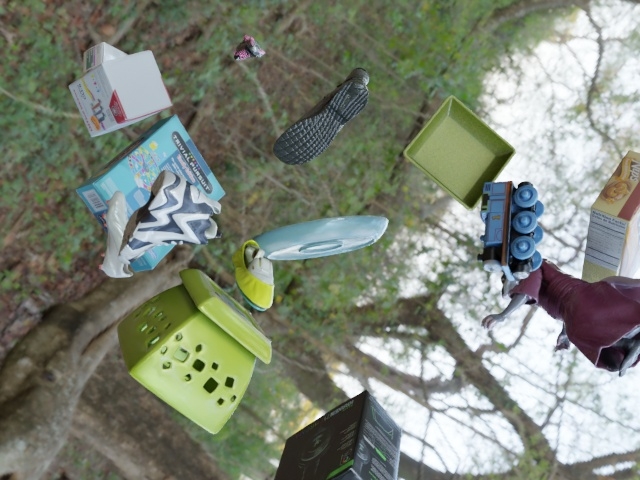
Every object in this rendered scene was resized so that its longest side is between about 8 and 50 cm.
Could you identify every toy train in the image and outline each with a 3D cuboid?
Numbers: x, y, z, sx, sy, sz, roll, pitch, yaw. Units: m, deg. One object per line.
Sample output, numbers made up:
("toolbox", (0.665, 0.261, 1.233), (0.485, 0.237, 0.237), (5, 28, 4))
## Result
("toy train", (0.330, -0.019, 1.337), (0.080, 0.105, 0.184), (44, 50, -53))

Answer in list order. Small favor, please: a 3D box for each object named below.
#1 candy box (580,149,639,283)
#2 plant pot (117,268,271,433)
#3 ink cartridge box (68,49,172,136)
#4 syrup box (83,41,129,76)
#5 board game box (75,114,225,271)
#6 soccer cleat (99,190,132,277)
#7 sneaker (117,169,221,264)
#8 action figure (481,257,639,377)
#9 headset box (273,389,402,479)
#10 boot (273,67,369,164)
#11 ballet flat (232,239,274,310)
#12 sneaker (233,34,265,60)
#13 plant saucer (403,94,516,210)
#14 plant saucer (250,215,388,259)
("candy box", (0.639, -0.013, 1.638), (0.183, 0.087, 0.317), (-49, 147, -26))
("plant pot", (-0.238, 0.200, 1.508), (0.207, 0.228, 0.227), (-46, -153, -2))
("ink cartridge box", (-0.436, -0.316, 1.668), (0.127, 0.128, 0.176), (-30, -168, -39))
("syrup box", (-0.621, -0.519, 2.405), (0.096, 0.236, 0.093), (-17, -112, 33))
("board game box", (-0.419, -0.124, 1.950), (0.079, 0.254, 0.336), (-10, -150, 39))
("soccer cleat", (-0.442, -0.013, 1.707), (0.068, 0.076, 0.196), (-59, 158, -75))
("sneaker", (-0.267, -0.016, 1.409), (0.235, 0.153, 0.094), (-51, -153, 31))
("action figure", (0.511, 0.114, 1.579), (0.248, 0.370, 0.276), (11, 109, -46))
("headset box", (0.027, 0.485, 1.575), (0.246, 0.131, 0.283), (-36, -167, 23))
("boot", (0.011, -0.263, 1.640), (0.246, 0.083, 0.161), (-38, -165, 16))
("ballet flat", (-0.134, 0.059, 1.565), (0.077, 0.077, 0.231), (-58, -157, 11))
("sneaker", (-0.155, -0.396, 1.610), (0.057, 0.047, 0.119), (-40, -158, 0))
("plant saucer", (0.286, -0.177, 1.609), (0.188, 0.188, 0.045), (-50, -179, -21))
("plant saucer", (0.000, 0.000, 1.739), (0.317, 0.317, 0.044), (131, -50, -77))
